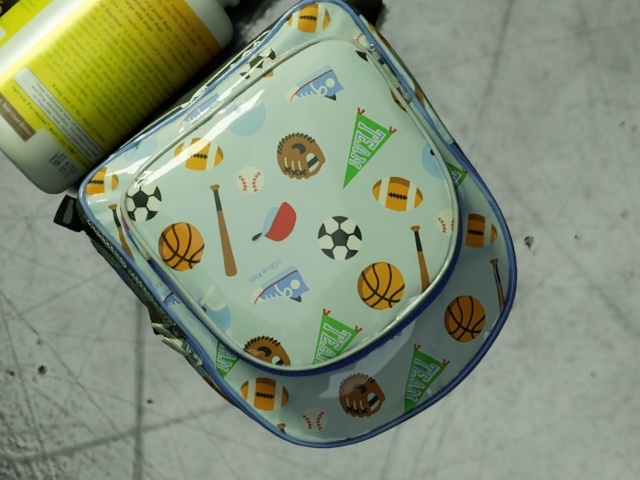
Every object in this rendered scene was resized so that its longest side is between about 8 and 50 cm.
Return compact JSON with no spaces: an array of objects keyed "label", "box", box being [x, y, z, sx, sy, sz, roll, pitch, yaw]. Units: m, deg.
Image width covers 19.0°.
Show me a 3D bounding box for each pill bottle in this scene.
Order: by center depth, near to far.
[{"label":"pill bottle","box":[-0.143,-0.140,1.307,0.215,0.117,0.117,-42,87,-2]}]

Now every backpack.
[{"label":"backpack","box":[0.000,0.000,1.262,0.276,0.213,0.263,-38,95,2]}]

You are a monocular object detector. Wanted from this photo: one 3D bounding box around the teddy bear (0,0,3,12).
[{"label":"teddy bear","box":[-0.326,-0.283,1.331,0.245,0.113,0.338,7,90,7]}]
